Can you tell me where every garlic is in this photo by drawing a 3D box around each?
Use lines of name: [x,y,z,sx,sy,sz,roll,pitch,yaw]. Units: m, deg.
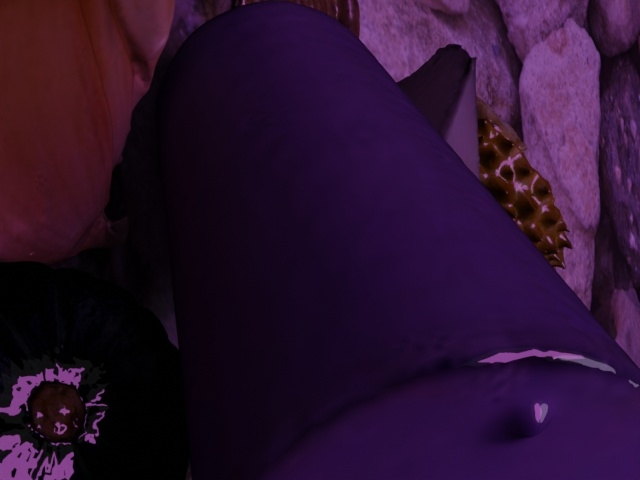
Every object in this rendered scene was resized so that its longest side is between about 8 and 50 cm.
garlic: [-0.178,-0.090,0.532,0.217,0.110,0.228,-38,142,-45]

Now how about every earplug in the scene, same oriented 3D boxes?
earplug: [0.000,0.000,0.573,0.215,0.215,0.456,47,12,-38]

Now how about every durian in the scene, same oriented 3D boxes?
durian: [0.142,-0.039,0.936,0.306,0.172,0.166,51,23,-25]

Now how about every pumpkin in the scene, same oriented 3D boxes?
pumpkin: [-0.162,0.101,0.501,0.194,0.150,0.194,9,79,-51]

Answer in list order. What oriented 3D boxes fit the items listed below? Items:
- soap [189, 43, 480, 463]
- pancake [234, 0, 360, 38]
soap: [0.013,0.011,0.728,0.257,0.159,0.302,-17,102,-50]
pancake: [-0.026,-0.221,0.834,0.212,0.029,0.235,-27,108,-53]
